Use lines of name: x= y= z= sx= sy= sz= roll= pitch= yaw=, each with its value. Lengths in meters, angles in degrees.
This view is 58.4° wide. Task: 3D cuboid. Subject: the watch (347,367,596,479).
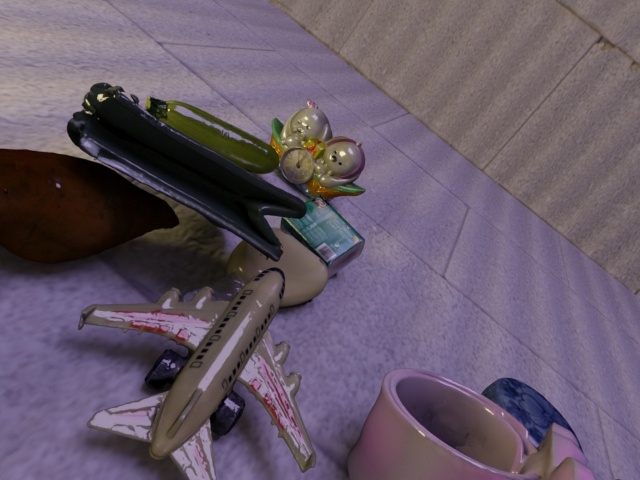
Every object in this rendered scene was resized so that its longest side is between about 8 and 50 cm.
watch: x=0.131 y=0.244 z=0.562 sx=0.217 sy=0.211 sz=0.248 roll=25 pitch=13 yaw=17

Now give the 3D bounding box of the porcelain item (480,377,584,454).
porcelain item: x=0.251 y=0.260 z=0.737 sx=0.147 sy=0.114 sz=0.147 roll=31 pitch=25 yaw=-17

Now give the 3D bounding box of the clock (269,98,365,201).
clock: x=-0.004 y=-0.166 z=1.099 sx=0.231 sy=0.144 sz=0.103 roll=42 pitch=26 yaw=6

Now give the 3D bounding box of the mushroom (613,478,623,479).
mushroom: x=0.422 y=0.430 z=0.771 sx=0.068 sy=0.043 sz=0.306 roll=25 pitch=23 yaw=15

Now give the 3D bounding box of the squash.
squash: x=-0.180 y=-0.176 z=0.969 sx=0.252 sy=0.066 sz=0.066 roll=24 pitch=28 yaw=-29

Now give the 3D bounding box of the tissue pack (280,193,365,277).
tissue pack: x=0.001 y=0.001 z=0.903 sx=0.085 sy=0.079 sz=0.111 roll=-33 pitch=67 yaw=-27

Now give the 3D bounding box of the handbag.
handbag: x=-0.166 y=-0.083 z=0.671 sx=0.260 sy=0.079 sz=0.247 roll=32 pitch=-3 yaw=-29

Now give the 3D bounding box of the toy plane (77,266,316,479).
toy plane: x=-0.094 y=0.109 z=0.544 sx=0.241 sy=0.104 sz=0.256 roll=34 pitch=28 yaw=-2

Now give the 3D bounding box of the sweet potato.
sweet potato: x=-0.262 y=-0.032 z=0.559 sx=0.112 sy=0.112 sz=0.359 roll=47 pitch=16 yaw=19

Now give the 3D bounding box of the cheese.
cheese: x=-0.085 y=0.050 z=0.724 sx=0.127 sy=0.054 sz=0.251 roll=39 pitch=25 yaw=13
